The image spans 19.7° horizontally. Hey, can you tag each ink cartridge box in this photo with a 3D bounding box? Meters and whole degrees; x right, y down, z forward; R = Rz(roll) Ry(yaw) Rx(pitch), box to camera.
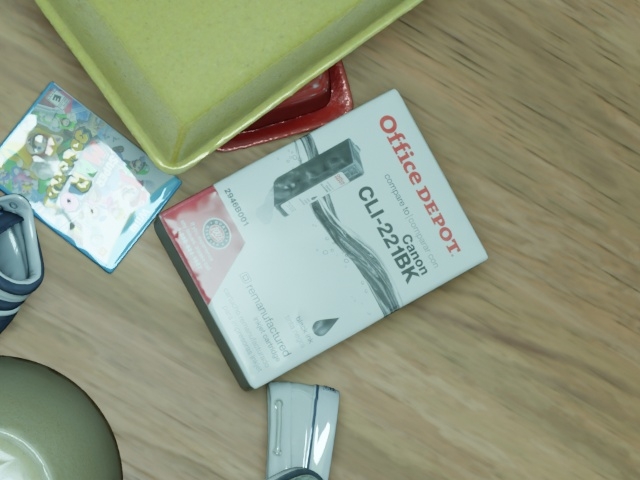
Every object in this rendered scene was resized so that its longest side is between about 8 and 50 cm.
[{"bbox_3d":[0.000,0.000,1.834,0.273,0.114,0.197,-29,89,-10],"label":"ink cartridge box"}]

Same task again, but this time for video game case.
[{"bbox_3d":[-0.241,-0.063,1.857,0.166,0.015,0.119,38,81,-4],"label":"video game case"}]

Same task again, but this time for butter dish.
[{"bbox_3d":[-0.054,-0.184,1.840,0.160,0.118,0.160,-16,88,-8],"label":"butter dish"}]

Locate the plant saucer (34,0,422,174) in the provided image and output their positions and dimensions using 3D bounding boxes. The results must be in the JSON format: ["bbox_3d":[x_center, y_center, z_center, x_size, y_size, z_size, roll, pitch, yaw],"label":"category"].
[{"bbox_3d":[-0.104,-0.276,1.753,0.332,0.081,0.333,-36,83,-5],"label":"plant saucer"}]

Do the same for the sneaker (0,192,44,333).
[{"bbox_3d":[-0.382,-0.029,1.756,0.282,0.153,0.099,47,39,-7],"label":"sneaker"}]

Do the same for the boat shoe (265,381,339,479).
[{"bbox_3d":[-0.042,0.267,1.827,0.084,0.095,0.258,11,74,-3],"label":"boat shoe"}]

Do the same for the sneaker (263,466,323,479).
[{"bbox_3d":[-0.110,0.281,1.765,0.226,0.163,0.086,-42,118,-11],"label":"sneaker"}]

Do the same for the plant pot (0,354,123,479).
[{"bbox_3d":[-0.308,0.232,1.694,0.256,0.274,0.256,1,86,-7],"label":"plant pot"}]
